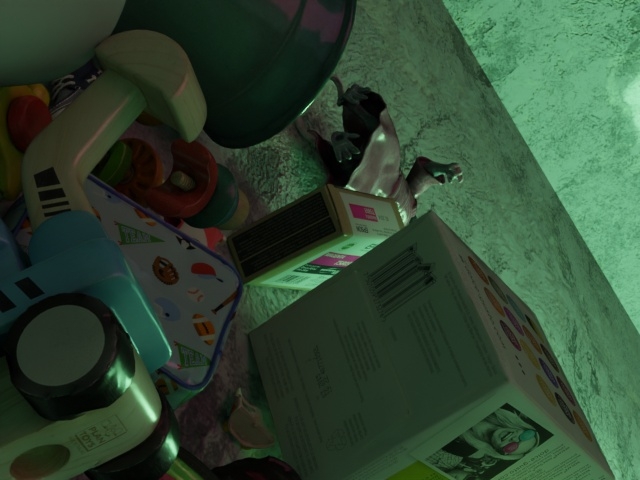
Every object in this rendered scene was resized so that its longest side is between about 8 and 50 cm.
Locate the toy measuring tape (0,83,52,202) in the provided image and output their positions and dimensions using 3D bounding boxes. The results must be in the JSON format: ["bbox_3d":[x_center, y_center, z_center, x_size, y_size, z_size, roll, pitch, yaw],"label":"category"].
[{"bbox_3d":[-0.389,-0.092,1.500,0.121,0.121,0.330,51,36,-25],"label":"toy measuring tape"}]

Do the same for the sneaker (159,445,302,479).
[{"bbox_3d":[-0.114,0.345,1.569,0.483,0.185,0.202,50,19,-48],"label":"sneaker"}]

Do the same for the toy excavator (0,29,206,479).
[{"bbox_3d":[-0.269,0.020,1.320,0.445,0.433,0.222,61,-6,33],"label":"toy excavator"}]

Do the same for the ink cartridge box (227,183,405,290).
[{"bbox_3d":[0.000,0.000,2.067,0.235,0.193,0.088,8,59,-60],"label":"ink cartridge box"}]

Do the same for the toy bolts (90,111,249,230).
[{"bbox_3d":[-0.181,-0.107,1.721,0.228,0.218,0.158,33,-1,30],"label":"toy bolts"}]

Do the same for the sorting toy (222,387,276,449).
[{"bbox_3d":[-0.101,0.241,1.825,0.083,0.045,0.075,50,21,-26],"label":"sorting toy"}]

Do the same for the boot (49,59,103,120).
[{"bbox_3d":[-0.337,-0.199,1.764,0.086,0.069,0.190,54,18,-5],"label":"boot"}]

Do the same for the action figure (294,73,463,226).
[{"bbox_3d":[0.096,-0.090,2.437,0.276,0.248,0.370,29,-18,41],"label":"action figure"}]

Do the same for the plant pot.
[{"bbox_3d":[-0.183,-0.361,1.936,0.334,0.341,0.341,31,39,-37],"label":"plant pot"}]

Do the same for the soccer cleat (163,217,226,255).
[{"bbox_3d":[-0.202,0.048,1.786,0.095,0.083,0.248,28,38,-5],"label":"soccer cleat"}]

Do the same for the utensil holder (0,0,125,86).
[{"bbox_3d":[-0.425,-0.303,1.327,0.385,0.328,0.327,-13,78,-59],"label":"utensil holder"}]

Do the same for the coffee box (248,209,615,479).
[{"bbox_3d":[0.155,0.234,1.901,0.334,0.338,0.337,42,20,-41],"label":"coffee box"}]

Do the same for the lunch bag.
[{"bbox_3d":[-0.238,0.057,1.544,0.303,0.115,0.243,34,40,-17],"label":"lunch bag"}]
